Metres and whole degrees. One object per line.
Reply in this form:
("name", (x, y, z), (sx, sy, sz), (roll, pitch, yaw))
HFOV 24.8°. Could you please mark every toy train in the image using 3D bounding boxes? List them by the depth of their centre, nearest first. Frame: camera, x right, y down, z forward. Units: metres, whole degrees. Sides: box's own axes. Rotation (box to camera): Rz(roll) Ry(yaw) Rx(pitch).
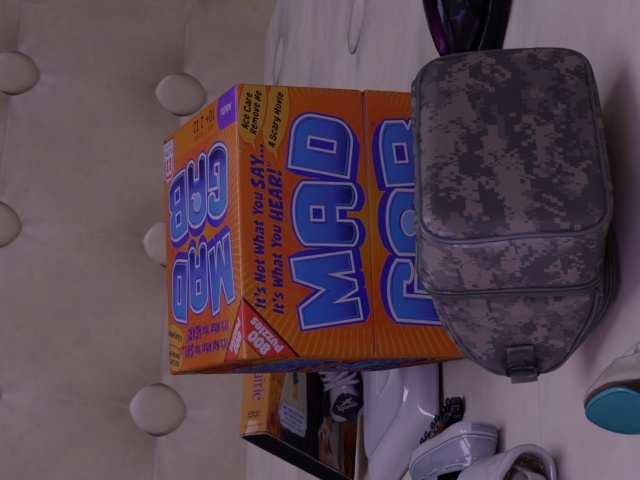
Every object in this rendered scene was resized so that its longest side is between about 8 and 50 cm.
("toy train", (0.174, 0.273, 2.094), (0.158, 0.027, 0.036), (112, 150, -54))

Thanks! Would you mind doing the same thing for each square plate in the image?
("square plate", (0.122, 0.200, 2.354), (0.347, 0.049, 0.344), (113, 160, -57))

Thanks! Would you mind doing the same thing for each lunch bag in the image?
("lunch bag", (0.208, -0.030, 1.597), (0.256, 0.213, 0.305), (83, -174, -48))

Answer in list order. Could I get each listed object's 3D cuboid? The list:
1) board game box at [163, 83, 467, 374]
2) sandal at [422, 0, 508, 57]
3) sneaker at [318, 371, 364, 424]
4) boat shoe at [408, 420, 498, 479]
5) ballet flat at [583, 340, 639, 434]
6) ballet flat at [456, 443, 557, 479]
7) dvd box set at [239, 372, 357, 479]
("board game box", (0.000, 0.000, 2.047), (0.356, 0.356, 0.356), (159, 111, -67))
("sandal", (0.198, -0.317, 2.094), (0.167, 0.107, 0.445), (-138, 54, -77))
("sneaker", (0.033, 0.236, 2.505), (0.235, 0.094, 0.153), (41, -143, -63))
("boat shoe", (0.172, 0.308, 1.935), (0.227, 0.079, 0.081), (122, 157, -60))
("ballet flat", (0.316, 0.120, 1.323), (0.248, 0.086, 0.086), (133, 142, -70))
("ballet flat", (0.219, 0.388, 1.555), (0.139, 0.139, 0.400), (108, 165, -47))
("dvd box set", (-0.024, 0.189, 2.583), (0.308, 0.062, 0.420), (39, -133, -50))
